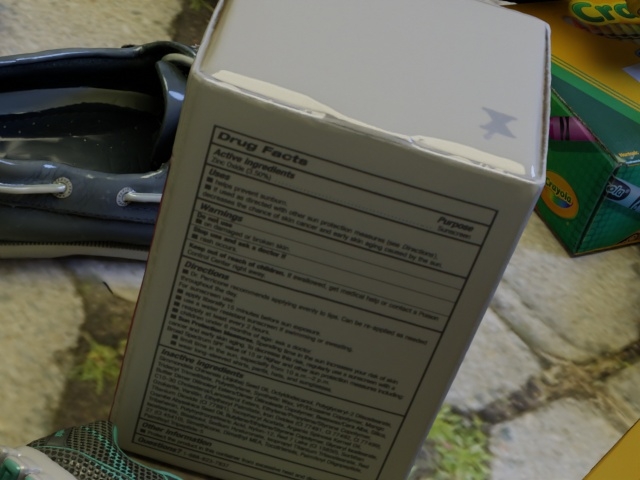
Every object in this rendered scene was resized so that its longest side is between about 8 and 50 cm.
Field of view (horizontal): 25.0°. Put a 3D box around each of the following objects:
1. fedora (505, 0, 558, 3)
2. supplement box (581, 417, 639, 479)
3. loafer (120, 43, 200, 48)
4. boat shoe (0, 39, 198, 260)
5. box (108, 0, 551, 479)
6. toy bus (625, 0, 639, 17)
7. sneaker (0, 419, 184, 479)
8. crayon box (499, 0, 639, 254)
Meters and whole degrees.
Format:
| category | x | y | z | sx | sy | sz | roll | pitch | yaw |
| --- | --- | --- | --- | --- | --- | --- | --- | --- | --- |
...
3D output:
| category | x | y | z | sx | sy | sz | roll | pitch | yaw |
| --- | --- | --- | --- | --- | --- | --- | --- | --- | --- |
| fedora | 0.027 | -0.242 | 0.986 | 0.152 | 0.334 | 0.334 | -43 | 65 | -11 |
| supplement box | 0.158 | 0.194 | 0.550 | 0.194 | 0.191 | 0.129 | 36 | 43 | 21 |
| loafer | -0.098 | -0.095 | 0.892 | 0.056 | 0.050 | 0.148 | 39 | 44 | 22 |
| boat shoe | -0.080 | -0.054 | 0.795 | 0.319 | 0.099 | 0.116 | -5 | 64 | -22 |
| box | 0.000 | 0.000 | 0.679 | 0.148 | 0.232 | 0.127 | 17 | 40 | -3 |
| toy bus | 0.277 | -0.178 | 0.918 | 0.191 | 0.104 | 0.202 | 47 | 43 | 0 |
| sneaker | -0.073 | 0.135 | 0.633 | 0.166 | 0.065 | 0.076 | 41 | 40 | 22 |
| crayon box | 0.246 | -0.092 | 1.001 | 0.278 | 0.081 | 0.165 | -10 | 48 | -30 |
